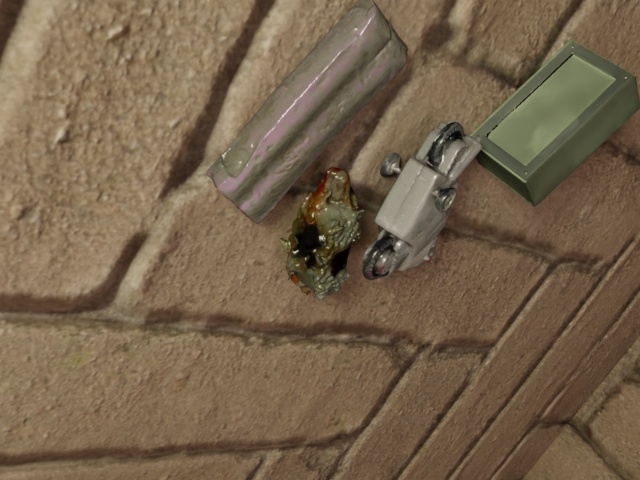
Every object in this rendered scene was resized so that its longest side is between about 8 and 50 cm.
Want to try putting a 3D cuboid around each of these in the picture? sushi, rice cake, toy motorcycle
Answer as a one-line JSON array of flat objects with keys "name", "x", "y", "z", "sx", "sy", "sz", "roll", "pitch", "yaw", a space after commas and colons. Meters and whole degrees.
[{"name": "sushi", "x": 0.000, "y": 0.002, "z": 1.098, "sx": 0.097, "sy": 0.103, "sz": 0.226, "roll": -4, "pitch": 128, "yaw": -19}, {"name": "rice cake", "x": -0.015, "y": -0.152, "z": 0.971, "sx": 0.298, "sy": 0.050, "sz": 0.106, "roll": -47, "pitch": 142, "yaw": 5}, {"name": "toy motorcycle", "x": 0.150, "y": -0.053, "z": 1.187, "sx": 0.260, "sy": 0.110, "sz": 0.171, "roll": -61, "pitch": 156, "yaw": 11}]

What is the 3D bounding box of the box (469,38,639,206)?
[{"name": "box", "x": 0.353, "y": -0.181, "z": 1.216, "sx": 0.225, "sy": 0.129, "sz": 0.086, "roll": -44, "pitch": 143, "yaw": 0}]
